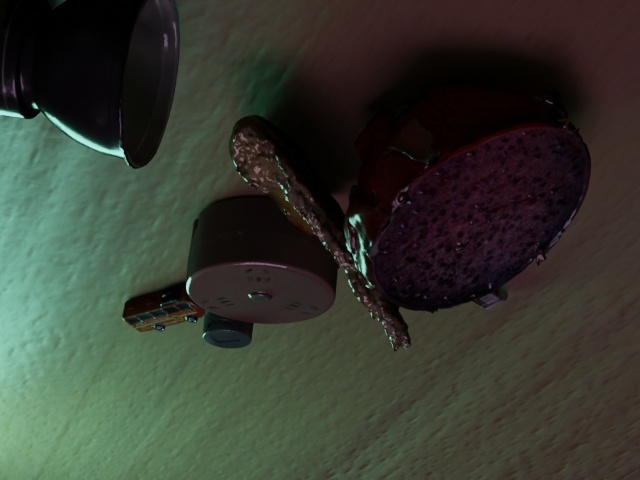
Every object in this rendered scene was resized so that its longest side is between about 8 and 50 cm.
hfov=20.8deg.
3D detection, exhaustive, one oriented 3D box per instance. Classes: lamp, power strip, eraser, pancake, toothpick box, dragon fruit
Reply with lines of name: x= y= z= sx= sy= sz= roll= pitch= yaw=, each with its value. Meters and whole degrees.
lamp: x=-0.239 y=-0.144 z=1.384 sx=0.227 sy=0.147 sz=0.172 roll=9 pitch=178 yaw=10
power strip: x=-0.055 y=0.023 z=1.739 sx=0.154 sy=0.078 sz=0.154 roll=4 pitch=153 yaw=2
eraser: x=0.161 y=0.048 z=1.822 sx=0.027 sy=0.019 sz=0.099 roll=-30 pitch=140 yaw=29
pancake: x=0.000 y=0.000 z=1.542 sx=0.057 sy=0.244 sz=0.266 roll=-32 pitch=178 yaw=6
toothpick box: x=-0.094 y=0.066 z=1.824 sx=0.052 sy=0.083 sz=0.052 roll=3 pitch=154 yaw=2
dragon fruit: x=0.107 y=-0.064 z=1.494 sx=0.218 sy=0.148 sz=0.223 roll=-27 pitch=143 yaw=-5

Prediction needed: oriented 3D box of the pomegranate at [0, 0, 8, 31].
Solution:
pomegranate: x=-0.318 y=-0.186 z=1.128 sx=0.323 sy=0.290 sz=0.291 roll=-19 pitch=146 yaw=39

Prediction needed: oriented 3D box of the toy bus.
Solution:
toy bus: x=-0.167 y=0.073 z=1.914 sx=0.110 sy=0.031 sz=0.043 roll=-17 pitch=141 yaw=37
